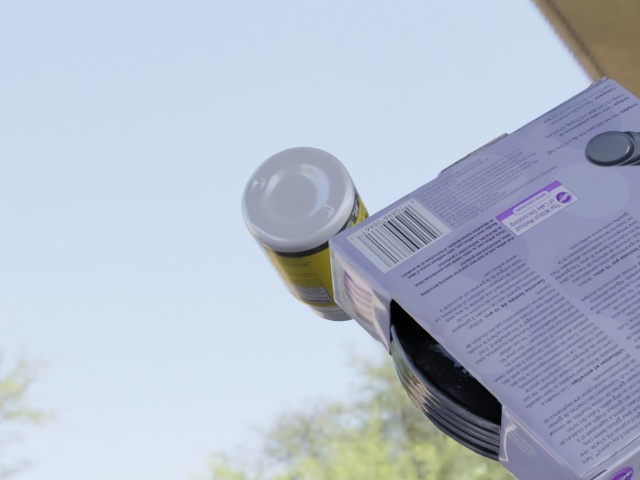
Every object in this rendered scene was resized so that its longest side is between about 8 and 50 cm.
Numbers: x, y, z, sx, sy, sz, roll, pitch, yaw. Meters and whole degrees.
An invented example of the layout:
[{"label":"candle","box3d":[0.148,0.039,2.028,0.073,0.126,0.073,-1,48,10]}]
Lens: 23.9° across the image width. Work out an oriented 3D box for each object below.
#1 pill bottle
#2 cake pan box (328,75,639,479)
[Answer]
[{"label":"pill bottle","box3d":[0.000,0.000,1.608,0.119,0.119,0.208,-5,-28,14]},{"label":"cake pan box","box3d":[0.172,0.031,0.970,0.267,0.246,0.070,-31,-40,-23]}]
